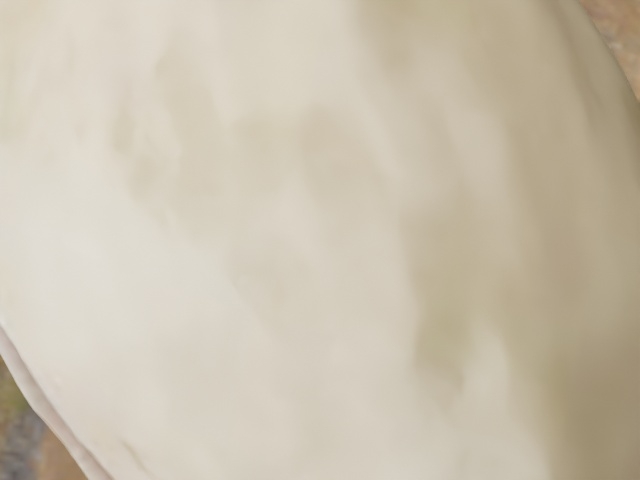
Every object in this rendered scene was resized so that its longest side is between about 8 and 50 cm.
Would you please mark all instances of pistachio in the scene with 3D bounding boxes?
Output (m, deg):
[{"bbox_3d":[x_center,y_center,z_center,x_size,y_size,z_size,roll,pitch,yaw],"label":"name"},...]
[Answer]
[{"bbox_3d":[0.000,0.000,0.556,0.230,0.230,0.309,-19,94,47],"label":"pistachio"}]
